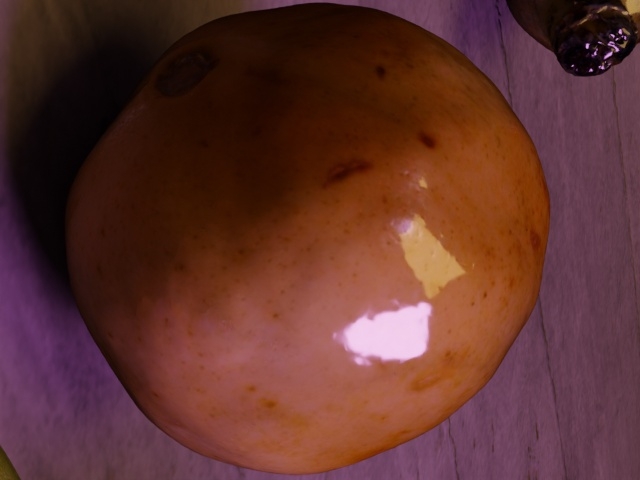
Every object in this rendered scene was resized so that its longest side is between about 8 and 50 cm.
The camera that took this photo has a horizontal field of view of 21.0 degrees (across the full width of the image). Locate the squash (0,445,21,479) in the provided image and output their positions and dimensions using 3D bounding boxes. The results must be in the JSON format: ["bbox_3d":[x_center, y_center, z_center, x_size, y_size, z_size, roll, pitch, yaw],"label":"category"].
[{"bbox_3d":[-0.161,0.073,0.656,0.201,0.066,0.066,74,32,-42],"label":"squash"}]

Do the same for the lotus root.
[{"bbox_3d":[0.215,-0.249,1.328,0.173,0.173,0.309,69,35,-47],"label":"lotus root"}]

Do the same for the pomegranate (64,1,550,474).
[{"bbox_3d":[-0.005,-0.005,0.801,0.233,0.233,0.233,7,90,-67],"label":"pomegranate"}]
